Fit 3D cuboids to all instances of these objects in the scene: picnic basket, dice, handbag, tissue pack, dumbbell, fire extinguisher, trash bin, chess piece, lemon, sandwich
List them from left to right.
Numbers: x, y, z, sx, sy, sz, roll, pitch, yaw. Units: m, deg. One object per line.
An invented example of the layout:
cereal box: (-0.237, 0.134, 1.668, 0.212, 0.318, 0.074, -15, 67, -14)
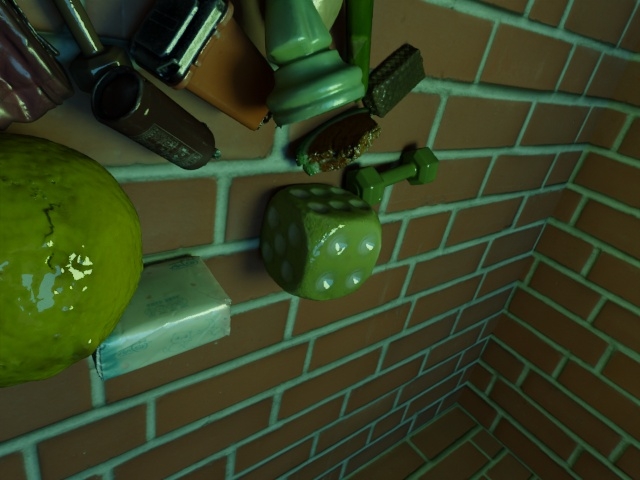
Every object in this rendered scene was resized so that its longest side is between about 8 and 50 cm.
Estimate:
handbag: (-0.435, -0.264, 0.548, 0.135, 0.146, 0.225, -34, 139, -12)
lemon: (-0.434, 0.023, 0.620, 0.349, 0.387, 0.350, -2, 98, -13)
dumbbell: (-0.358, -0.330, 0.617, 0.231, 0.092, 0.082, 77, 33, -44)
tissue pack: (-0.348, 0.146, 0.898, 0.271, 0.201, 0.124, -14, 135, -36)
fire extinguisher: (-0.263, -0.189, 0.745, 0.105, 0.104, 0.269, -53, 161, 2)
trash bin: (-0.175, -0.320, 0.753, 0.185, 0.161, 0.238, -56, 148, 6)
chess piece: (-0.045, -0.351, 0.689, 0.175, 0.175, 0.299, -28, 110, -25)
dice: (0.000, 0.000, 1.098, 0.238, 0.226, 0.233, -9, 123, -38)
sandwich: (0.059, -0.236, 1.038, 0.235, 0.159, 0.079, -51, 140, -32)
dumbbell: (0.209, -0.186, 1.242, 0.301, 0.108, 0.122, -24, 133, -29)
picnic basket: (0.192, -0.407, 1.102, 0.193, 0.054, 0.110, -45, 140, -10)

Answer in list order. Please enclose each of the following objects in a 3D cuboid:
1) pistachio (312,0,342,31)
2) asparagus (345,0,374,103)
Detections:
pistachio: (-0.018, -0.465, 0.804, 0.145, 0.117, 0.201, -9, 125, -14)
asparagus: (0.084, -0.429, 0.937, 0.059, 0.067, 0.278, 2, 150, 5)
